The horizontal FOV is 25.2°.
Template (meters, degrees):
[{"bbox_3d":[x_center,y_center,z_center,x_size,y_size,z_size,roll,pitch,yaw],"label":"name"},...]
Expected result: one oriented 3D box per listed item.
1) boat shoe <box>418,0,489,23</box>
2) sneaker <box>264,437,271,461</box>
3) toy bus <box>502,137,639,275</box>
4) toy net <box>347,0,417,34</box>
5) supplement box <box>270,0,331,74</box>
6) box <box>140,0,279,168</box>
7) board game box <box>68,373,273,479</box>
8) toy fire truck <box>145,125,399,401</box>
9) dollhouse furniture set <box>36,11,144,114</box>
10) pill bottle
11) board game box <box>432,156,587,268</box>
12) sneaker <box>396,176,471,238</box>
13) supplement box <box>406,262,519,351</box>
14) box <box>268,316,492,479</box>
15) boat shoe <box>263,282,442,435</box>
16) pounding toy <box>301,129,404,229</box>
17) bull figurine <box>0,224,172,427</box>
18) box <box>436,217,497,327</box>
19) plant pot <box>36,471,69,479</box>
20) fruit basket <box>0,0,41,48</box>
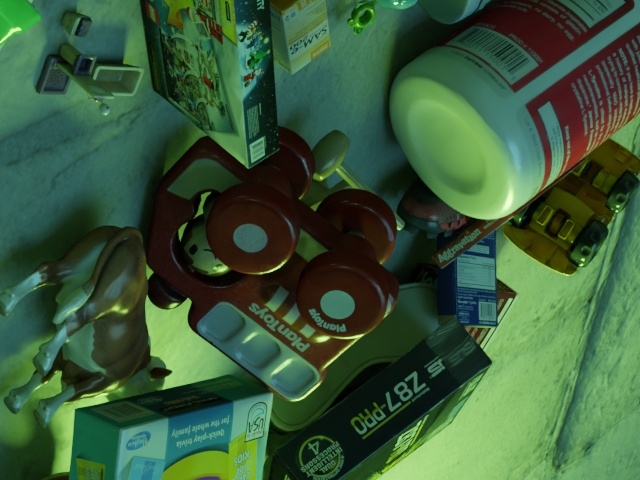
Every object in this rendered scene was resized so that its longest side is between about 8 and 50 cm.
[{"bbox_3d":[0.219,-0.417,1.622,0.156,0.136,0.367,-29,146,-33],"label":"boat shoe"},{"bbox_3d":[-0.154,0.371,2.013,0.262,0.099,0.121,-51,155,1],"label":"sneaker"},{"bbox_3d":[0.412,-0.056,2.286,0.220,0.149,0.211,-57,163,5],"label":"toy bus"},{"bbox_3d":[0.074,-0.346,1.598,0.122,0.045,0.232,-22,138,-23],"label":"toy net"},{"bbox_3d":[-0.025,-0.240,1.578,0.062,0.036,0.098,-39,148,-20],"label":"supplement box"},{"bbox_3d":[-0.110,-0.201,1.382,0.044,0.159,0.233,-33,146,-25],"label":"box"},{"bbox_3d":[-0.183,0.342,1.661,0.253,0.079,0.336,-7,109,-51],"label":"board game box"},{"bbox_3d":[-0.068,0.033,1.620,0.254,0.302,0.169,-44,-162,28],"label":"toy fire truck"},{"bbox_3d":[-0.196,-0.162,1.386,0.114,0.081,0.091,-6,127,-51],"label":"dollhouse furniture set"},{"bbox_3d":[0.304,-0.222,1.855,0.407,0.229,0.229,-36,147,-25],"label":"pill bottle"},{"bbox_3d":[0.274,-0.050,2.046,0.145,0.027,0.281,-40,175,36],"label":"board game box"},{"bbox_3d":[0.202,-0.102,1.970,0.276,0.097,0.135,-32,144,-40],"label":"sneaker"},{"bbox_3d":[0.204,0.112,2.237,0.239,0.073,0.130,9,115,-58],"label":"supplement box"},{"bbox_3d":[0.071,0.282,2.073,0.318,0.097,0.395,-36,167,-16],"label":"box"},{"bbox_3d":[0.039,0.167,2.061,0.335,0.112,0.095,-34,179,-25],"label":"boat shoe"},{"bbox_3d":[0.000,0.000,1.756,0.154,0.155,0.270,-43,147,-20],"label":"pounding toy"},{"bbox_3d":[-0.253,0.112,1.581,0.188,0.101,0.310,-36,148,-32],"label":"bull figurine"},{"bbox_3d":[0.216,0.014,2.107,0.136,0.036,0.225,9,80,-56],"label":"box"},{"bbox_3d":[-0.303,0.393,1.754,0.201,0.201,0.180,-21,123,-41],"label":"plant pot"},{"bbox_3d":[-0.284,-0.306,1.084,0.353,0.165,0.327,-62,153,-12],"label":"fruit basket"}]
